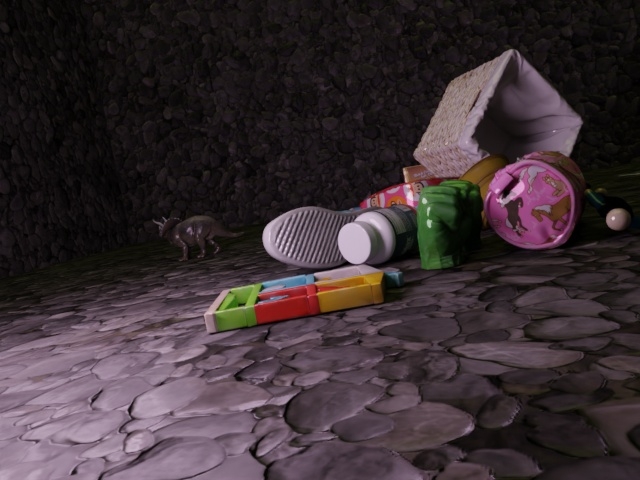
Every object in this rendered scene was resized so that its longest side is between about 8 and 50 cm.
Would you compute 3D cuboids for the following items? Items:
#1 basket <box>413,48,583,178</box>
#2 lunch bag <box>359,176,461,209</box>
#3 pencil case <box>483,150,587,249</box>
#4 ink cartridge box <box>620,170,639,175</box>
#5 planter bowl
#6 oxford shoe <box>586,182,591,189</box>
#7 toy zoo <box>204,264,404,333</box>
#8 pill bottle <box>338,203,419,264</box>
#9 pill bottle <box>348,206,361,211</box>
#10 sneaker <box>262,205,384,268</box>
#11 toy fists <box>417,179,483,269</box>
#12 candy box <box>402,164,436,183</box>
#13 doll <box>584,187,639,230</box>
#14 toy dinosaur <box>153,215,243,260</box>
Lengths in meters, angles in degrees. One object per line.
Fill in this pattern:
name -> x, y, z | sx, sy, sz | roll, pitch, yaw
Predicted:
basket -> 0.491, -0.286, 1.577 | 0.331, 0.328, 0.266 | 36, -17, -23
lunch bag -> 0.279, -0.100, 1.464 | 0.293, 0.120, 0.258 | -8, -7, -39
pencil case -> 0.435, -0.091, 1.108 | 0.167, 0.160, 0.386 | 7, 14, 24
ink cartridge box -> 1.032, -0.190, 1.634 | 0.171, 0.056, 0.235 | -12, 3, -25
planter bowl -> 0.404, -0.093, 1.348 | 0.217, 0.217, 0.090 | -14, 48, -35
oxford shoe -> 0.701, -0.156, 1.690 | 0.271, 0.097, 0.098 | -13, 13, -28
toy zoo -> -0.017, 0.080, 0.862 | 0.293, 0.030, 0.192 | -10, 6, -1
pill bottle -> 0.123, -0.010, 1.132 | 0.108, 0.108, 0.180 | -4, 8, 44
pill bottle -> 0.139, -0.065, 1.765 | 0.160, 0.087, 0.087 | -8, 6, 20
sneaker -> 0.000, 0.000, 1.239 | 0.366, 0.135, 0.150 | -3, -8, -44
toy fists -> 0.250, -0.041, 1.051 | 0.096, 0.142, 0.279 | -7, 7, 29
candy box -> 0.440, -0.174, 1.840 | 0.316, 0.183, 0.087 | -9, 4, 11
doll -> 0.525, -0.053, 0.996 | 0.129, 0.046, 0.189 | 33, 22, 13
toy dinosaur -> -0.431, -0.021, 1.935 | 0.313, 0.160, 0.121 | -10, 6, 9
